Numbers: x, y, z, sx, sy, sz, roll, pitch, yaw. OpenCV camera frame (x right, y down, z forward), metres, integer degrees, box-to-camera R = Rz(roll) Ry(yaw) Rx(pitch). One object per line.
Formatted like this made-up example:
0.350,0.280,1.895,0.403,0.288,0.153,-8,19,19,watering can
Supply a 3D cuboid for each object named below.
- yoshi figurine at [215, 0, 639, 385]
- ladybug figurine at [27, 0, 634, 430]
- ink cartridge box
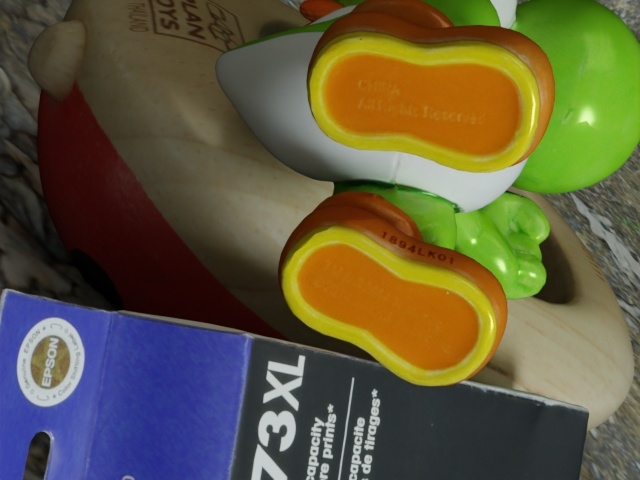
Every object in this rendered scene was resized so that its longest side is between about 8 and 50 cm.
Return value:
0.092,-0.066,0.895,0.203,0.203,0.362,58,18,-13,yoshi figurine
0.000,0.000,1.061,0.449,0.162,0.305,31,25,-32,ladybug figurine
-0.005,0.137,0.796,0.069,0.176,0.371,5,-7,41,ink cartridge box
